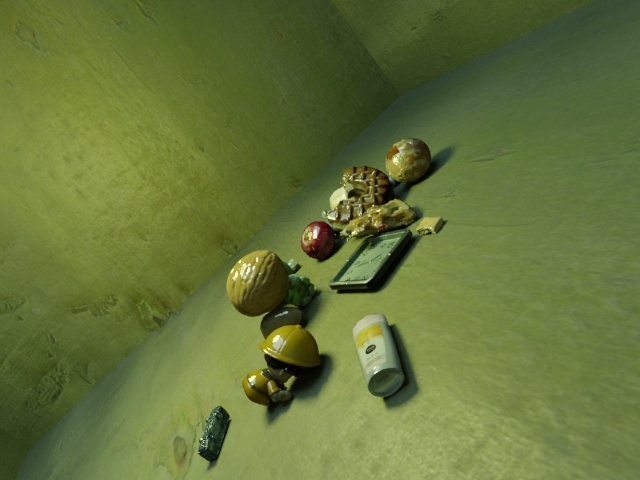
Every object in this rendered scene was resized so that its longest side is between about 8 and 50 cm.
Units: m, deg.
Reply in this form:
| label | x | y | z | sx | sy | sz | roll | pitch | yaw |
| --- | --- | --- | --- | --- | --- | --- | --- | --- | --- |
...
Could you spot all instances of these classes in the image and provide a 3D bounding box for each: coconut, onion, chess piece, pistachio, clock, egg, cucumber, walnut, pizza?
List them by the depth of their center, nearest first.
| label | x | y | z | sx | sy | sz | roll | pitch | yaw |
| --- | --- | --- | --- | --- | --- | --- | --- | --- | --- |
| clock | 0.177 | 0.075 | 1.625 | 0.273 | 0.049 | 0.279 | -48 | 18 | -25 |
| pistachio | -0.142 | 0.303 | 1.671 | 0.185 | 0.108 | 0.126 | -32 | 51 | 19 |
| walnut | -0.231 | 0.155 | 1.700 | 0.225 | 0.225 | 0.261 | -17 | 44 | 55 |
| pizza | 0.209 | -0.082 | 1.747 | 0.296 | 0.071 | 0.189 | -20 | 30 | 2 |
| chess piece | -0.148 | 0.187 | 1.882 | 0.194 | 0.195 | 0.299 | -47 | 26 | -19 |
| egg | 0.392 | -0.358 | 2.018 | 0.233 | 0.195 | 0.195 | -51 | 19 | -25 |
| onion | -0.008 | -0.002 | 2.067 | 0.177 | 0.153 | 0.177 | -170 | 90 | -77 |
| cucumber | -0.154 | 0.145 | 2.196 | 0.112 | 0.064 | 0.064 | -47 | 17 | -11 |
| coconut | 0.128 | -0.183 | 2.227 | 0.183 | 0.171 | 0.171 | -27 | 21 | 39 |

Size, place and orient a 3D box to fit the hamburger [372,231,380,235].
| label | x | y | z | sx | sy | sz | roll | pitch | yaw |
| --- | --- | --- | --- | --- | --- | --- | --- | --- | --- |
| hamburger | 0.218 | -0.062 | 1.848 | 0.044 | 0.076 | 0.083 | -24 | 37 | 43 |

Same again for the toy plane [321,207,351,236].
| label | x | y | z | sx | sy | sz | roll | pitch | yaw |
| --- | --- | --- | --- | --- | --- | --- | --- | --- | --- |
| toy plane | 0.071 | -0.057 | 2.137 | 0.246 | 0.078 | 0.169 | -140 | 58 | -60 |

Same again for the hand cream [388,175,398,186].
| label | x | y | z | sx | sy | sz | roll | pitch | yaw |
| --- | --- | --- | --- | --- | --- | --- | --- | --- | --- |
| hand cream | 0.406 | -0.345 | 2.199 | 0.256 | 0.055 | 0.088 | -44 | 8 | -18 |

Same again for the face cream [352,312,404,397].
| label | x | y | z | sx | sy | sz | roll | pitch | yaw |
| --- | --- | --- | --- | --- | --- | --- | --- | --- | --- |
| face cream | 0.140 | 0.279 | 1.143 | 0.107 | 0.073 | 0.269 | -31 | 16 | 8 |

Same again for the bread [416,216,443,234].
| label | x | y | z | sx | sy | sz | roll | pitch | yaw |
| --- | --- | --- | --- | --- | --- | --- | --- | --- | --- |
| bread | 0.373 | -0.051 | 1.540 | 0.083 | 0.035 | 0.070 | -5 | 39 | 54 |

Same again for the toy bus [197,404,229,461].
| label | x | y | z | sx | sy | sz | roll | pitch | yaw |
| --- | --- | --- | --- | --- | --- | --- | --- | --- | --- |
| toy bus | -0.328 | 0.593 | 1.404 | 0.047 | 0.065 | 0.166 | -36 | 19 | 20 |

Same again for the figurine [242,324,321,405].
| label | x | y | z | sx | sy | sz | roll | pitch | yaw |
| --- | --- | --- | --- | --- | --- | --- | --- | --- | --- |
| figurine | -0.121 | 0.367 | 1.346 | 0.257 | 0.167 | 0.192 | -46 | 30 | -7 |

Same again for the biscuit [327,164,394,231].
| label | x | y | z | sx | sy | sz | roll | pitch | yaw |
| --- | --- | --- | --- | --- | --- | --- | --- | --- | --- |
| biscuit | 0.186 | -0.188 | 1.996 | 0.268 | 0.115 | 0.366 | -3 | 48 | 20 |
